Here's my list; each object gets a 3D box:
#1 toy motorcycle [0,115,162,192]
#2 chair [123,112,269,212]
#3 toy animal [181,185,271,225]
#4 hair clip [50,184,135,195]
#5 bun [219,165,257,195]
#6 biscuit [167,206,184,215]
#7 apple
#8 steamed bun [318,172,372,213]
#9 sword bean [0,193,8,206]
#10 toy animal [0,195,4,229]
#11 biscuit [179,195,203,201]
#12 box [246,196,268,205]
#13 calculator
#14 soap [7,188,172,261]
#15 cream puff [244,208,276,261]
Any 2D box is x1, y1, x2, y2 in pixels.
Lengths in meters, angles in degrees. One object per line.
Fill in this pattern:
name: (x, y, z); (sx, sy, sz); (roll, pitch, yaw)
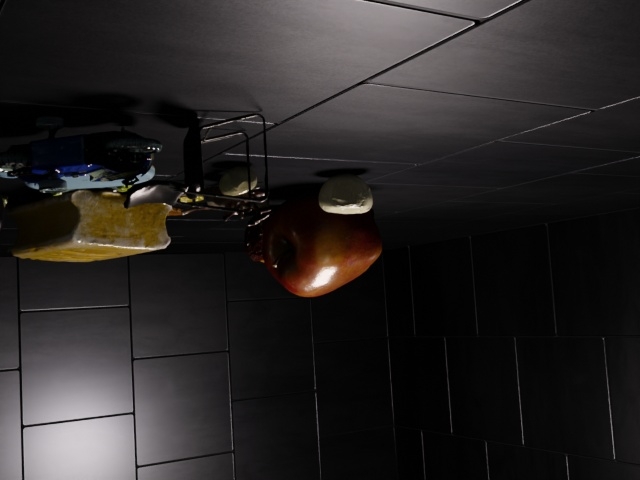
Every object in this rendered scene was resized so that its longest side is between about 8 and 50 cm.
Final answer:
toy motorcycle: (-0.381, -0.132, 1.239); (0.315, 0.113, 0.169); (-4, 178, 17)
chair: (-0.208, -0.122, 1.258); (0.221, 0.145, 0.140); (-2, 174, -17)
toy animal: (-0.215, -0.103, 1.806); (0.259, 0.087, 0.243); (-3, -160, 21)
hair clip: (-0.502, -0.120, 1.713); (0.188, 0.033, 0.060); (-5, 178, -14)
bun: (-0.179, -0.133, 1.663); (0.086, 0.055, 0.086); (-10, -158, 4)
biscuit: (-0.434, -0.085, 2.259); (0.092, 0.016, 0.082); (-1, 169, -40)
apple: (0.000, 0.000, 2.103); (0.316, 0.288, 0.288); (-12, 180, -33)
steamed bun: (0.060, -0.113, 1.853); (0.129, 0.091, 0.112); (-1, 171, 2)
sword bean: (-0.870, -0.090, 1.807); (0.269, 0.038, 0.043); (-3, -160, -10)
toy animal: (-0.765, -0.055, 1.542); (0.187, 0.165, 0.235); (-6, 172, 14)
biscuit: (-0.341, -0.113, 1.972); (0.083, 0.023, 0.084); (-5, 176, 0)
box: (-0.186, -0.105, 2.157); (0.083, 0.024, 0.053); (-5, 175, 1)
calculator: (-0.481, -0.134, 1.528); (0.302, 0.042, 0.188); (-5, 177, -24)
soap: (-0.590, -0.035, 1.976); (0.335, 0.156, 0.293); (-9, 168, 41)
cream puff: (-0.122, -0.016, 2.408); (0.238, 0.165, 0.239); (-7, 178, 0)
